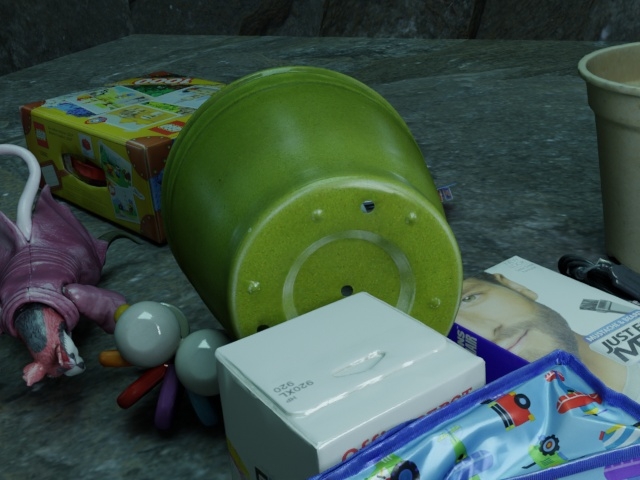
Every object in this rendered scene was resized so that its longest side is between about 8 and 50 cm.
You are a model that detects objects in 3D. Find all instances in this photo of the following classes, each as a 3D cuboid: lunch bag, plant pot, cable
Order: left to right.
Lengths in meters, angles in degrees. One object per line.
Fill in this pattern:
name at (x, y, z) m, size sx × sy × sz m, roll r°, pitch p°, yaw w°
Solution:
plant pot at (0.000, 0.000, 0.942) m, size 0.366 × 0.367 × 0.353 m, roll -9°, pitch 19°, yaw -8°
lunch bag at (0.108, 0.245, 0.603) m, size 0.293 × 0.221 × 0.138 m, roll -15°, pitch 26°, yaw -22°
cable at (0.395, 0.079, 1.052) m, size 0.184 × 0.047 × 0.150 m, roll 29°, pitch -8°, yaw -4°
plant pot at (0.548, -0.113, 1.199) m, size 0.333 × 0.306 × 0.334 m, roll -4°, pitch 24°, yaw 2°

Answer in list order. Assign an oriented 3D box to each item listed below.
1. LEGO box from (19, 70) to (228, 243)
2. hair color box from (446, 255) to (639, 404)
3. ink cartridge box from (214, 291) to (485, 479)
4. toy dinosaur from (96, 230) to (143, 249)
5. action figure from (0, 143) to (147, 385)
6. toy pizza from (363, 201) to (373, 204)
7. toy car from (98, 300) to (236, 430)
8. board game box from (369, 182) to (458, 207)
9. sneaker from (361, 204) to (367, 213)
LEGO box at (-0.332, -0.198, 1.686) m, size 0.372 × 0.193 × 0.500 m, roll -25°, pitch 31°, yaw -38°
hair color box at (0.292, 0.141, 0.936) m, size 0.185 × 0.110 × 0.338 m, roll -21°, pitch 28°, yaw -30°
ink cartridge box at (0.029, 0.196, 0.710) m, size 0.171 × 0.233 × 0.168 m, roll -20°, pitch 29°, yaw -30°
toy dinosaur at (-0.444, 0.029, 1.301) m, size 0.313 × 0.121 × 0.160 m, roll 9°, pitch 4°, yaw -23°
action figure at (-0.356, 0.047, 1.059) m, size 0.247 × 0.276 × 0.370 m, roll -12°, pitch 29°, yaw -17°
toy pizza at (0.083, -0.118, 1.614) m, size 0.201 × 0.032 × 0.201 m, roll -6°, pitch 22°, yaw 2°
toy car at (-0.176, 0.155, 0.961) m, size 0.181 × 0.136 × 0.159 m, roll 25°, pitch -7°, yaw 0°
board game box at (0.174, -0.068, 1.484) m, size 0.168 × 0.033 × 0.133 m, roll -15°, pitch 3°, yaw 33°
sneaker at (-0.019, 0.000, 1.278) m, size 0.121 × 0.079 × 0.217 m, roll -26°, pitch -1°, yaw -30°
